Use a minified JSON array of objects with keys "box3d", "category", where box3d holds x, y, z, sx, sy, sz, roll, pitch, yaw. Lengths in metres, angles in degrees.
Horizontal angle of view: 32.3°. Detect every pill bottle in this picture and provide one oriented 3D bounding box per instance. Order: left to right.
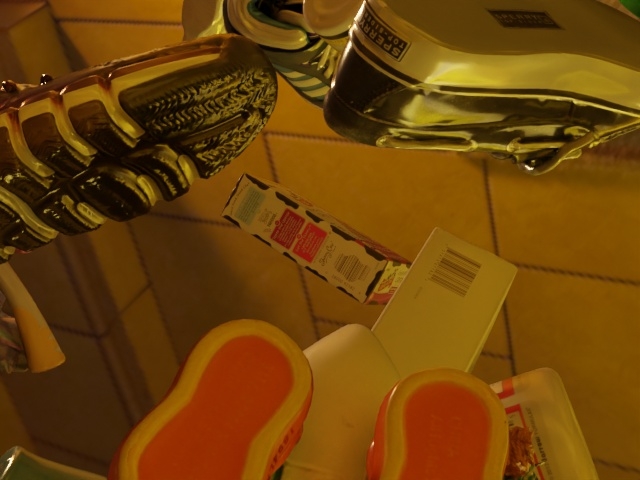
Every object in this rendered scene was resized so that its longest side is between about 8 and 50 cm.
[{"box3d":[0.046,-0.151,0.803,0.065,0.065,0.116,-5,153,40],"category":"pill bottle"},{"box3d":[0.133,0.324,1.357,0.407,0.229,0.229,-20,115,10],"category":"pill bottle"}]

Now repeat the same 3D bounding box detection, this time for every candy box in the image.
[{"box3d":[0.000,0.000,1.489,0.233,0.159,0.071,31,96,16],"category":"candy box"}]

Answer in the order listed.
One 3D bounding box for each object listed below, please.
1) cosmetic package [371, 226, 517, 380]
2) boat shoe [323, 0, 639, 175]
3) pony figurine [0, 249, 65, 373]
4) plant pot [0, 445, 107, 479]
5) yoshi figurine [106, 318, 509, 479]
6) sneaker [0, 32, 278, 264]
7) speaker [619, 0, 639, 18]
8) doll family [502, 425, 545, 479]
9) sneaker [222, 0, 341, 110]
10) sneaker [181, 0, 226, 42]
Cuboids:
[{"box3d":[0.040,0.211,1.011,0.097,0.377,0.284,28,140,9],"category":"cosmetic package"},{"box3d":[0.138,-0.097,0.735,0.113,0.306,0.105,53,132,32],"category":"boat shoe"},{"box3d":[-0.396,-0.014,1.175,0.302,0.351,0.363,-16,95,13],"category":"pony figurine"},{"box3d":[-0.300,0.377,1.256,0.255,0.272,0.271,40,140,-13],"category":"plant pot"},{"box3d":[-0.025,0.188,0.576,0.204,0.203,0.362,60,162,20],"category":"yoshi figurine"},{"box3d":[-0.173,-0.074,0.555,0.106,0.281,0.162,67,178,-67],"category":"sneaker"},{"box3d":[0.562,-0.459,1.618,0.131,0.131,0.296,41,94,-3],"category":"speaker"},{"box3d":[0.181,0.261,1.016,0.118,0.263,0.163,-7,124,22],"category":"doll family"},{"box3d":[0.006,-0.278,1.600,0.322,0.130,0.236,28,177,-10],"category":"sneaker"},{"box3d":[-0.187,-0.371,1.915,0.080,0.094,0.212,43,134,26],"category":"sneaker"}]
